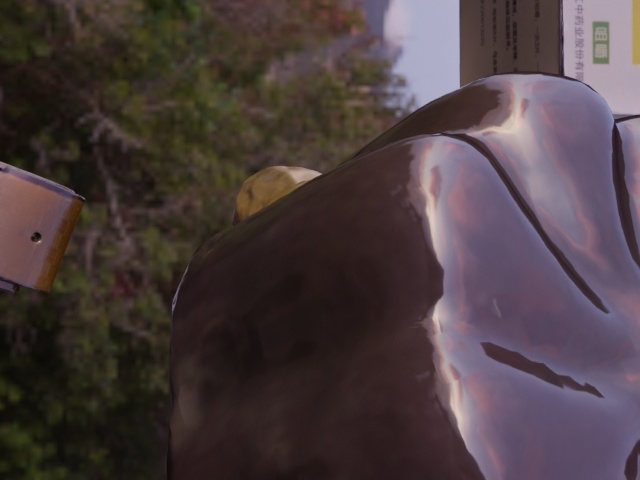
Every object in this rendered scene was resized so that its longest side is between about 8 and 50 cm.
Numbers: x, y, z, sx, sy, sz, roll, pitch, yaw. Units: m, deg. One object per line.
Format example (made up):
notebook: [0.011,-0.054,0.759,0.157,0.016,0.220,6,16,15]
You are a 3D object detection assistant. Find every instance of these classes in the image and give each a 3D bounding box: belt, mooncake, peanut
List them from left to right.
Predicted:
belt: [-0.110,-0.011,0.421,0.059,0.083,0.036,177,-67,-79]
peanut: [0.000,0.000,1.159,0.117,0.101,0.263,55,-5,-17]
mooncake: [0.093,0.074,0.595,0.154,0.306,0.306,-36,-138,42]

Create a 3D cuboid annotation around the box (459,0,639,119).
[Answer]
box: [0.210,-0.237,1.147,0.145,0.173,0.333,-176,-95,-66]
